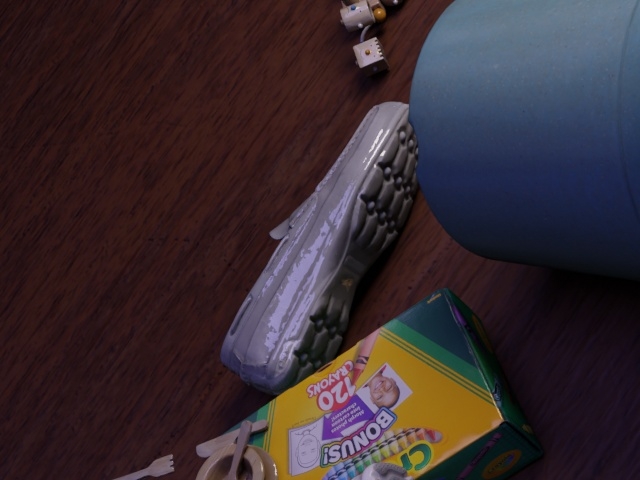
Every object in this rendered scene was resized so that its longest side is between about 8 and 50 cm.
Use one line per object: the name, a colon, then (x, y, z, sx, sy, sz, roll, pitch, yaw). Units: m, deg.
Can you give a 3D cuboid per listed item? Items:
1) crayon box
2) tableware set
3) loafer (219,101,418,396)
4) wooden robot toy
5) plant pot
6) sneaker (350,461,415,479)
crayon box: (0.047, 0.191, 1.695, 0.278, 0.081, 0.165, -35, 48, 14)
tableware set: (-0.129, 0.241, 1.704, 0.194, 0.039, 0.128, -24, 51, 20)
loafer: (0.000, 0.000, 1.829, 0.111, 0.112, 0.319, 21, 77, 34)
wooden robot toy: (0.058, -0.264, 1.983, 0.079, 0.076, 0.173, -20, 52, 12)
plant pot: (0.277, -0.103, 1.565, 0.334, 0.341, 0.341, 0, 63, 46)
sneaker: (0.071, 0.335, 1.561, 0.115, 0.105, 0.281, -34, 63, 31)
